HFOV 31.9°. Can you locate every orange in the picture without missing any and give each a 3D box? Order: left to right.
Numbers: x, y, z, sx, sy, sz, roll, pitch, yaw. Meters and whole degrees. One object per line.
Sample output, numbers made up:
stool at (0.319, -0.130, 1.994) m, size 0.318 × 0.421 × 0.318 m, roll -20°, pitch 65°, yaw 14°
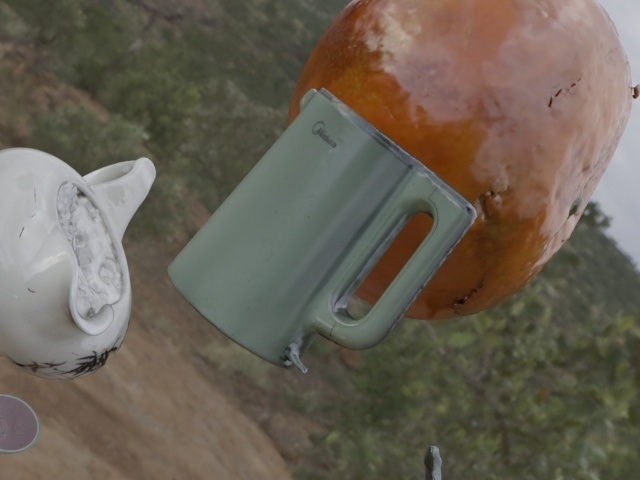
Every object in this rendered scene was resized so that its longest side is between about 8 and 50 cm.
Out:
orange at (0.100, -0.078, 0.843) m, size 0.226 × 0.284 × 0.284 m, roll 34°, pitch 3°, yaw 20°

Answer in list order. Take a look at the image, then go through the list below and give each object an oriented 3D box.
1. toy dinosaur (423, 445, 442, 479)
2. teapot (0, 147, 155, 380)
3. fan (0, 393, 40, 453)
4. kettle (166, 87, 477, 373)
toy dinosaur at (0.097, 0.319, 1.018) m, size 0.075 × 0.247 × 0.188 m, roll 7°, pitch -4°, yaw -3°
teapot at (-0.231, 0.005, 0.996) m, size 0.208 × 0.166 × 0.299 m, roll 53°, pitch 26°, yaw -23°
fan at (-0.396, 0.218, 1.327) m, size 0.133 × 0.005 × 0.085 m, roll 4°, pitch 48°, yaw -37°
kettle at (-0.005, -0.004, 0.658) m, size 0.098 × 0.148 × 0.127 m, roll 37°, pitch 7°, yaw -28°
